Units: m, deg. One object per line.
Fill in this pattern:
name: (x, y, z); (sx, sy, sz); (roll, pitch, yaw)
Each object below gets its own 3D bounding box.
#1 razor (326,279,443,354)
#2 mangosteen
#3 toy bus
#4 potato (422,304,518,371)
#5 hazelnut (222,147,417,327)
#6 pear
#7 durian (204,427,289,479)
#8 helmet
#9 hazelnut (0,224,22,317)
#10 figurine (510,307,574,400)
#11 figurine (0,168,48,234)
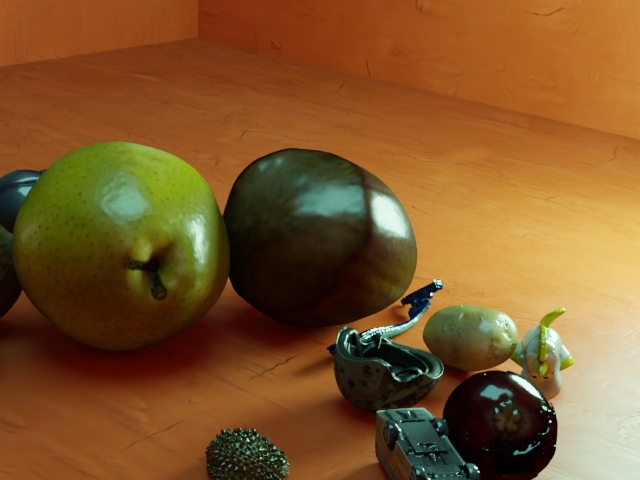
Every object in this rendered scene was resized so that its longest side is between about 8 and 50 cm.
razor: (0.117, 0.154, 1.950); (0.093, 0.056, 0.324); (-32, -4, 39)
mangosteen: (0.256, 0.265, 1.554); (0.166, 0.166, 0.180); (5, -4, 5)
toy bus: (0.143, 0.315, 1.462); (0.092, 0.106, 0.268); (-2, 20, -14)
potato: (0.255, 0.166, 1.852); (0.118, 0.109, 0.178); (-8, 7, -41)
hazelnut: (-0.005, -0.001, 1.966); (0.365, 0.366, 0.366); (3, 21, -1)
pear: (-0.337, 0.009, 1.856); (0.362, 0.363, 0.418); (-9, 16, -29)
durian: (-0.111, 0.297, 1.524); (0.140, 0.071, 0.110); (12, 22, 34)
helmet: (0.096, 0.218, 1.715); (0.176, 0.107, 0.153); (14, 11, -28)
hazelnut: (-0.613, 0.050, 1.871); (0.214, 0.214, 0.176); (-2, 15, -12)
figurine: (0.360, 0.191, 1.780); (0.109, 0.130, 0.178); (13, 22, 14)
figurine: (-0.561, -0.078, 2.295); (0.264, 0.175, 0.197); (-12, 29, -16)
